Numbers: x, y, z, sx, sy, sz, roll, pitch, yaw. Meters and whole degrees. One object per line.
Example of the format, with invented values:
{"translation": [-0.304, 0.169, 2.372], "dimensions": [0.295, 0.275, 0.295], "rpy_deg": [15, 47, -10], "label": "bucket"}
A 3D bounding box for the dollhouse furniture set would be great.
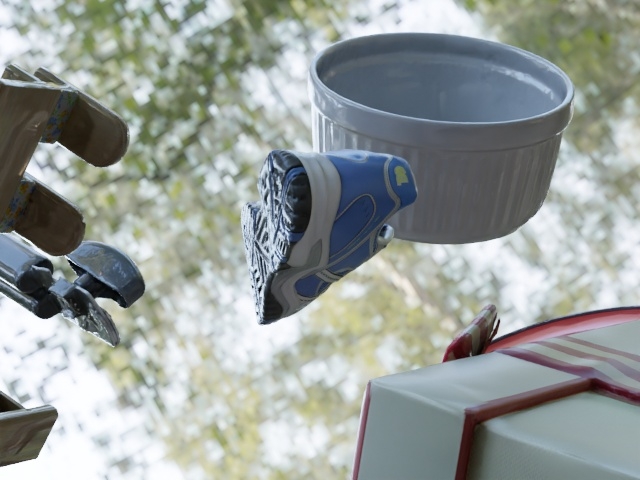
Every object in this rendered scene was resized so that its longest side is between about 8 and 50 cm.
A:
{"translation": [-0.229, 0.012, 1.231], "dimensions": [0.242, 0.161, 0.212], "rpy_deg": [-62, -21, 13], "label": "dollhouse furniture set"}

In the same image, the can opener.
{"translation": [-0.278, 0.030, 1.915], "dimensions": [0.095, 0.283, 0.076], "rpy_deg": [-41, -52, -19], "label": "can opener"}

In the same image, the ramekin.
{"translation": [0.090, -0.079, 1.431], "dimensions": [0.207, 0.207, 0.109], "rpy_deg": [-14, -60, -33], "label": "ramekin"}

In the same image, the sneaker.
{"translation": [0.000, 0.000, 1.105], "dimensions": [0.081, 0.080, 0.211], "rpy_deg": [-8, -12, -14], "label": "sneaker"}

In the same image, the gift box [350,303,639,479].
{"translation": [0.146, 0.177, 0.717], "dimensions": [0.276, 0.258, 0.255], "rpy_deg": [1, -77, -56], "label": "gift box"}

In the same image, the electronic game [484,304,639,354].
{"translation": [0.161, 0.093, 1.037], "dimensions": [0.229, 0.229, 0.048], "rpy_deg": [-22, -68, -20], "label": "electronic game"}
